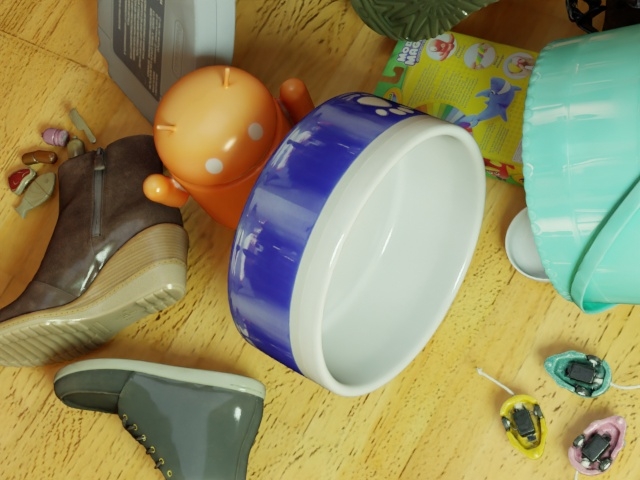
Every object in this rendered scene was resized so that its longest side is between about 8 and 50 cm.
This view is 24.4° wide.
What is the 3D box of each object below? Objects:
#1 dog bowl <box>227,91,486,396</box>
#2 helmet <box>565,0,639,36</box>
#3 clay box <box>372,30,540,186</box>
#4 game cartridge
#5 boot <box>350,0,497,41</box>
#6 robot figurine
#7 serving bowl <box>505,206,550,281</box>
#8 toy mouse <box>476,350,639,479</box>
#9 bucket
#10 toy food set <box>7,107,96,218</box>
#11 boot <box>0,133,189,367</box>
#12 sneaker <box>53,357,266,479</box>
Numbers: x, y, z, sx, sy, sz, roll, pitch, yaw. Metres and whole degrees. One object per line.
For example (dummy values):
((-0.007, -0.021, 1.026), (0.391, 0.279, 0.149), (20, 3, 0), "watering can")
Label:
((0.037, 0.003, 1.348), (0.104, 0.265, 0.265), (25, 77, 29), "dog bowl")
((0.320, -0.239, 1.407), (0.161, 0.169, 0.169), (3, 67, 43), "helmet")
((0.165, -0.133, 1.483), (0.222, 0.053, 0.127), (18, 72, 26), "clay box")
((-0.162, -0.243, 1.525), (0.060, 0.294, 0.196), (-22, 56, -25), "game cartridge")
((0.183, -0.322, 1.515), (0.236, 0.089, 0.269), (-7, 34, 45), "boot")
((-0.087, -0.088, 1.455), (0.158, 0.219, 0.128), (0, 67, 19), "robot figurine")
((0.221, 0.004, 1.418), (0.083, 0.027, 0.083), (-7, 65, 16), "serving bowl")
((0.239, 0.158, 1.343), (0.143, 0.031, 0.161), (-27, 62, 7), "toy mouse")
((0.301, -0.065, 1.288), (0.183, 0.281, 0.281), (-4, 66, 28), "bucket")
((-0.301, -0.086, 1.645), (0.122, 0.019, 0.078), (-41, 60, 7), "toy food set")
((-0.259, 0.011, 1.560), (0.248, 0.090, 0.207), (-21, 55, 6), "boot")
((-0.169, 0.184, 1.443), (0.222, 0.083, 0.118), (2, 69, 19), "sneaker")
